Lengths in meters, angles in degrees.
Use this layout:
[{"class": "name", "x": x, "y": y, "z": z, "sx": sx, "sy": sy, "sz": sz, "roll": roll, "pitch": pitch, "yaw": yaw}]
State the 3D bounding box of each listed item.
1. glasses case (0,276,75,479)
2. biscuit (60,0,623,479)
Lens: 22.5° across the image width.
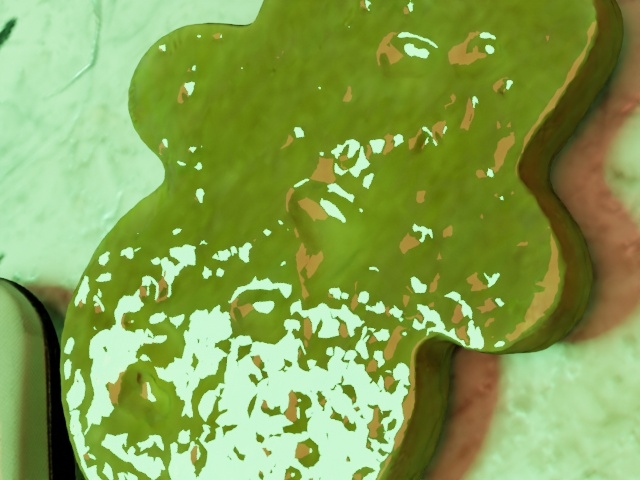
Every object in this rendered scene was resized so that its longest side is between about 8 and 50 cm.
[{"class": "glasses case", "x": -0.189, "y": 0.174, "z": 0.859, "sx": 0.122, "sy": 0.075, "sz": 0.314, "roll": -10, "pitch": 77, "yaw": 29}, {"class": "biscuit", "x": 0.001, "y": 0.000, "z": 0.802, "sx": 0.275, "sy": 0.052, "sz": 0.355, "roll": 28, "pitch": 96, "yaw": 29}]
